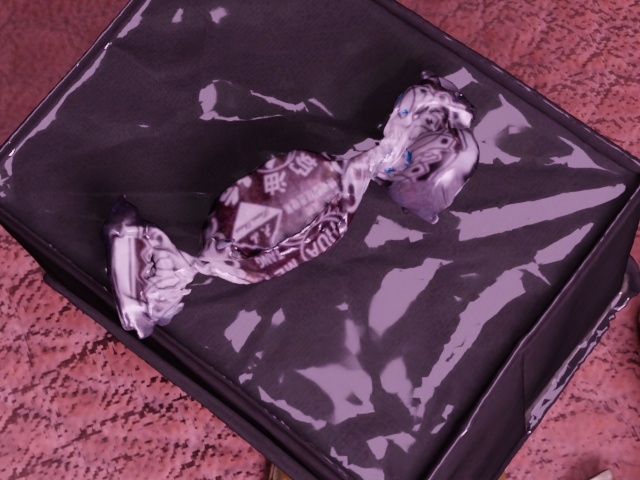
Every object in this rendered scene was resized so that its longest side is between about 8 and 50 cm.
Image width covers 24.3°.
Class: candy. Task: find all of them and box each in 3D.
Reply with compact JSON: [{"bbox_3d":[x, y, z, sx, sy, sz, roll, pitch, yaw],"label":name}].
[{"bbox_3d":[-0.015,-0.022,0.813,0.226,0.051,0.094,-27,60,-5],"label":"candy"}]

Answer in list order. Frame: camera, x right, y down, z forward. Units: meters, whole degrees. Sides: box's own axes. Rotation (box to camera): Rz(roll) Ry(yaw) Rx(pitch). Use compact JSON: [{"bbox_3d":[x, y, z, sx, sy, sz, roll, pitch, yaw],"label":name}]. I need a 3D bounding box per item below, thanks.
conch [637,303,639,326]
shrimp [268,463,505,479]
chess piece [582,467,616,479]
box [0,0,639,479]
[{"bbox_3d":[0.305,0.102,1.038,0.176,0.122,0.188,-22,76,-38],"label":"conch"},{"bbox_3d":[0.041,0.150,1.015,0.173,0.058,0.253,-8,70,-4],"label":"shrimp"},{"bbox_3d":[0.207,0.206,1.029,0.035,0.035,0.092,-24,79,-17],"label":"chess piece"},{"bbox_3d":[0.000,0.000,0.936,0.345,0.204,0.251,35,78,16],"label":"box"}]
